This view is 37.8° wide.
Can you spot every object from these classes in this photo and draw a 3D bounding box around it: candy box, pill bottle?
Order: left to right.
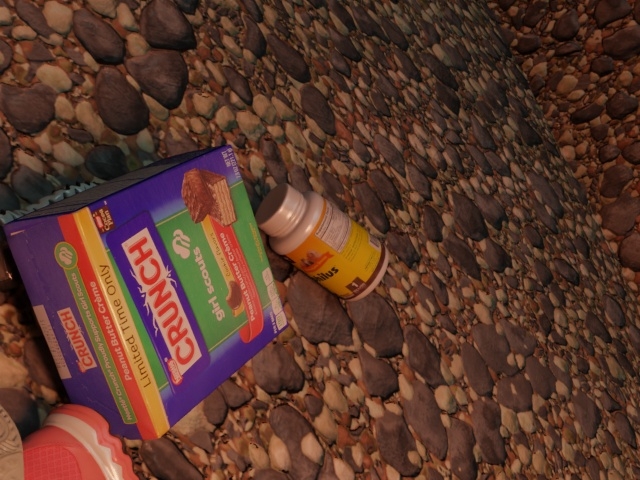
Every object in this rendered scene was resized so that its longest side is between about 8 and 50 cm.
[{"bbox_3d":[-0.192,0.050,1.135,0.317,0.122,0.268,-36,112,-56],"label":"candy box"},{"bbox_3d":[0.000,0.000,1.508,0.215,0.117,0.117,36,36,-25],"label":"pill bottle"}]

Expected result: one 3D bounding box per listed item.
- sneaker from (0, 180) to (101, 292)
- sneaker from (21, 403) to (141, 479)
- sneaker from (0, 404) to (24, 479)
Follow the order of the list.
[{"bbox_3d":[-0.327,0.001,1.127,0.106,0.078,0.234,60,33,-1],"label":"sneaker"},{"bbox_3d":[-0.219,0.325,0.949,0.314,0.116,0.136,50,41,7],"label":"sneaker"},{"bbox_3d":[-0.337,0.260,0.831,0.131,0.148,0.350,30,15,-48],"label":"sneaker"}]
